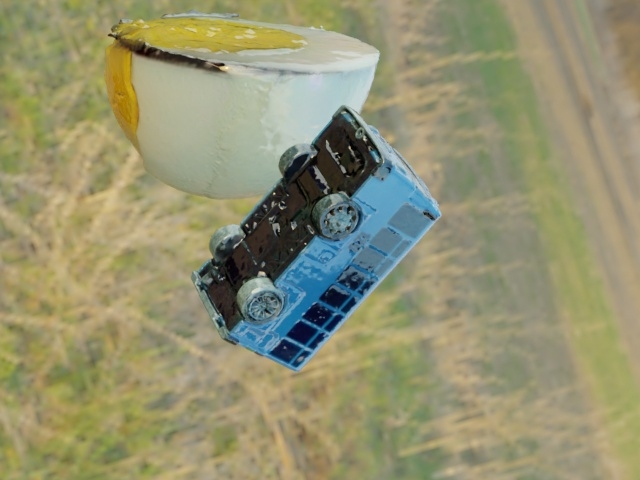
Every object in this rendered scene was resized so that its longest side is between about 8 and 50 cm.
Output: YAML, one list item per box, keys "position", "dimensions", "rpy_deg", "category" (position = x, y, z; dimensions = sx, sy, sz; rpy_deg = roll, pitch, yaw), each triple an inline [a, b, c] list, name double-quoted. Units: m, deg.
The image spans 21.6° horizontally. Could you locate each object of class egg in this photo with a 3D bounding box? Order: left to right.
- position: [-0.095, -0.147, 1.928]
  dimensions: [0.337, 0.337, 0.201]
  rpy_deg: [-66, 162, -70]
  category: "egg"

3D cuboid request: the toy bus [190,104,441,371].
- position: [0.000, 0.000, 1.261]
  dimensions: [0.106, 0.185, 0.090]
  rpy_deg: [31, 18, -38]
  category: "toy bus"
